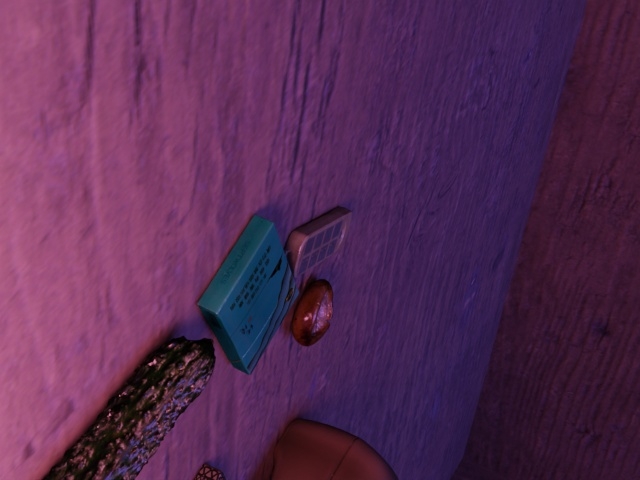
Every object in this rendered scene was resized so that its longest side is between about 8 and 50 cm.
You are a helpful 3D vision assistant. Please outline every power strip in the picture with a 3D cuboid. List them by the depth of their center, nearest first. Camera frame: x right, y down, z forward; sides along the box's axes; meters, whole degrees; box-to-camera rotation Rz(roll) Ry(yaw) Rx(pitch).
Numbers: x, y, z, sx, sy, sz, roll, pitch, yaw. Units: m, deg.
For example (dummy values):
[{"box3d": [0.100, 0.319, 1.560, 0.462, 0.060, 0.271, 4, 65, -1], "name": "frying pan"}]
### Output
[{"box3d": [0.000, 0.000, 1.643, 0.227, 0.029, 0.080, -31, 139, -59], "name": "power strip"}]

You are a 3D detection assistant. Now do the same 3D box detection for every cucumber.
[{"box3d": [-0.242, 0.242, 1.200, 0.359, 0.096, 0.096, -56, 157, -36], "name": "cucumber"}]

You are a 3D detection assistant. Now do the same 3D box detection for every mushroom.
[{"box3d": [-0.014, 0.125, 1.710, 0.123, 0.052, 0.123, 16, 90, -75], "name": "mushroom"}]

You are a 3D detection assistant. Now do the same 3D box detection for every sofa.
[{"box3d": [-0.182, 0.420, 1.614, 0.060, 0.039, 0.118, -55, 157, -29], "name": "sofa"}]

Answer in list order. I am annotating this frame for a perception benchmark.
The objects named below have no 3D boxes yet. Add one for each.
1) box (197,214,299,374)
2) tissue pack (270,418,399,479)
[{"box3d": [-0.101, 0.085, 1.457, 0.161, 0.042, 0.226, -58, 157, -22], "name": "box"}, {"box3d": [-0.005, 0.563, 1.882, 0.387, 0.276, 0.267, -60, 156, -21], "name": "tissue pack"}]
